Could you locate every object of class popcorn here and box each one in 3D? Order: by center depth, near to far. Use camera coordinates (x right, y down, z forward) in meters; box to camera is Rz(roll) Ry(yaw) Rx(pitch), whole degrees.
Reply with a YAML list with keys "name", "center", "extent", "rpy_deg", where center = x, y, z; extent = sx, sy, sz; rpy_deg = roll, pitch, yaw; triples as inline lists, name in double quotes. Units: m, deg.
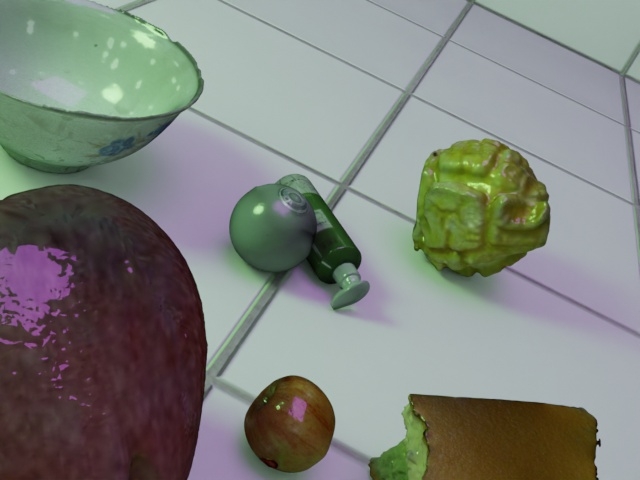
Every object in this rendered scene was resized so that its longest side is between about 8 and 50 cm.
- name: "popcorn"
  center: [0.212, -0.045, 1.111]
  extent: [0.167, 0.187, 0.185]
  rpy_deg: [6, 59, 2]

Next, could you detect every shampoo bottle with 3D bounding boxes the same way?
- name: "shampoo bottle"
  center: [0.000, 0.000, 1.021]
  extent: [0.065, 0.065, 0.204]
  rpy_deg: [2, 38, -33]

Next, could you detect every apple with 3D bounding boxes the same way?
- name: "apple"
  center: [-0.026, 0.163, 0.734]
  extent: [0.071, 0.084, 0.084]
  rpy_deg: [46, 27, -15]

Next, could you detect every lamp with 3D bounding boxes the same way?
- name: "lamp"
  center: [-0.054, -0.015, 0.960]
  extent: [0.105, 0.105, 0.105]
  rpy_deg: [18, 31, -11]

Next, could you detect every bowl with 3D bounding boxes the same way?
- name: "bowl"
  center: [-0.306, -0.167, 0.973]
  extent: [0.313, 0.146, 0.313]
  rpy_deg: [17, 31, -10]

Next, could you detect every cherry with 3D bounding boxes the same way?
- name: "cherry"
  center: [-0.201, 0.089, 0.592]
  extent: [0.261, 0.221, 0.307]
  rpy_deg: [-21, 66, -40]

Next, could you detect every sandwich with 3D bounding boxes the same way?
- name: "sandwich"
  center: [0.146, 0.210, 0.749]
  extent: [0.186, 0.108, 0.220]
  rpy_deg: [29, 33, 5]
